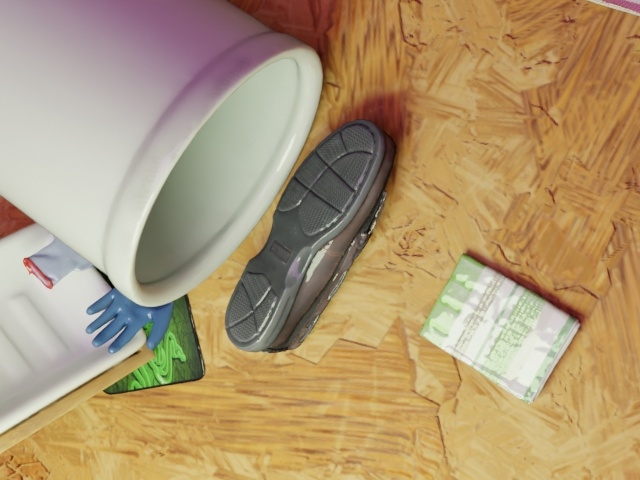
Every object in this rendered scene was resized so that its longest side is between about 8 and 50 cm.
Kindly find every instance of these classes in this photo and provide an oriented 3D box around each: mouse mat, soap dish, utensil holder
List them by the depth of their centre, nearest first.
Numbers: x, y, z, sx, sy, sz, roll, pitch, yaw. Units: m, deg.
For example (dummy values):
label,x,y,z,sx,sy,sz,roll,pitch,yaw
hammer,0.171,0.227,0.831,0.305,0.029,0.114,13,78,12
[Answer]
label,x,y,z,sx,sy,sz,roll,pitch,yaw
utensil holder,-0.243,-0.169,1.405,0.385,0.327,0.327,36,109,15
soap dish,-0.372,0.123,1.523,0.229,0.291,0.118,50,135,9
mouse mat,-0.229,0.093,1.607,0.153,0.007,0.189,-12,95,22

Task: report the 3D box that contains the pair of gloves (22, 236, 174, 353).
label,x,y,z,sx,sy,sz,roll,pitch,yaw
pair of gloves,-0.243,0.039,1.540,0.159,0.023,0.198,-41,85,-23

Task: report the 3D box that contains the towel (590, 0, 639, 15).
label,x,y,z,sx,sy,sz,roll,pitch,yaw
towel,0.373,-0.384,1.290,0.237,0.037,0.329,20,107,14

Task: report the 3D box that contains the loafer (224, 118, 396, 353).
label,x,y,z,sx,sy,sz,roll,pitch,yaw
loafer,0.000,0.000,1.475,0.109,0.095,0.302,45,109,41

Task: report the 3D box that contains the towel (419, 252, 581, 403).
label,x,y,z,sx,sy,sz,roll,pitch,yaw
towel,0.199,0.097,1.441,0.152,0.023,0.113,32,106,15
